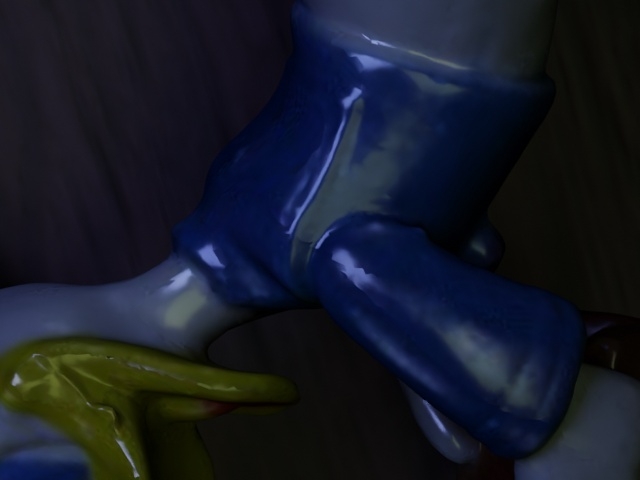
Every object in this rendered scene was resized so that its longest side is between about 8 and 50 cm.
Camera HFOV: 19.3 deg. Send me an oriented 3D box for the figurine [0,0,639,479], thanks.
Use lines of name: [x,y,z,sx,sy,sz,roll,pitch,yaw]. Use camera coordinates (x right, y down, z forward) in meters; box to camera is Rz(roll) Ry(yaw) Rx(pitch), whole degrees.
figurine: [0.000,0.000,0.581,0.338,0.204,0.283,-26,117,-2]
